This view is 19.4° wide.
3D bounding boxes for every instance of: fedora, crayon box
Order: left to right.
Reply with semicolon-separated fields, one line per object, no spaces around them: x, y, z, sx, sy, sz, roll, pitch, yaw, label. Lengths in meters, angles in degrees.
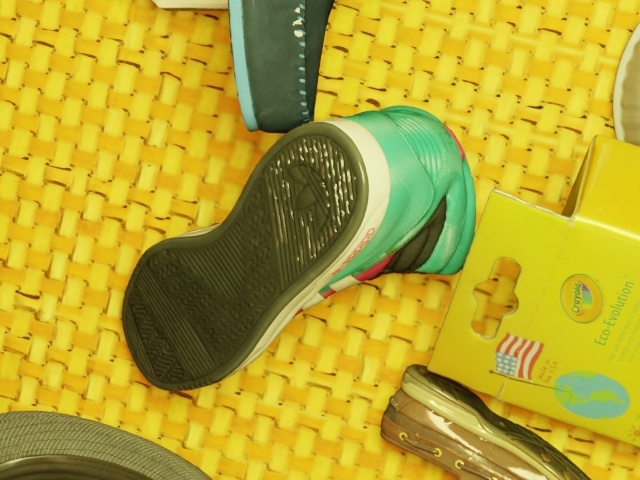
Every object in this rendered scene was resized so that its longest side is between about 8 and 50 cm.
-0.174;0.246;1.269;0.275;0.244;0.124;20;131;25;fedora
0.246;0.053;1.209;0.319;0.202;0.081;19;50;2;crayon box

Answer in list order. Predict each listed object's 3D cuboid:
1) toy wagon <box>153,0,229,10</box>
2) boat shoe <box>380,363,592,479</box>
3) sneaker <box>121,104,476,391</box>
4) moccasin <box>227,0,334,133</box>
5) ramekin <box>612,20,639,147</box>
-0.028;-0.320;1.267;0.267;0.068;0.344;45;96;0;toy wagon
0.122;0.156;1.294;0.178;0.064;0.060;33;101;8;boat shoe
0.000;0.000;1.263;0.295;0.178;0.123;-38;71;45;sneaker
0.001;-0.237;1.170;0.117;0.138;0.342;2;95;-1;moccasin
0.300;-0.090;1.237;0.207;0.109;0.207;0;94;5;ramekin
